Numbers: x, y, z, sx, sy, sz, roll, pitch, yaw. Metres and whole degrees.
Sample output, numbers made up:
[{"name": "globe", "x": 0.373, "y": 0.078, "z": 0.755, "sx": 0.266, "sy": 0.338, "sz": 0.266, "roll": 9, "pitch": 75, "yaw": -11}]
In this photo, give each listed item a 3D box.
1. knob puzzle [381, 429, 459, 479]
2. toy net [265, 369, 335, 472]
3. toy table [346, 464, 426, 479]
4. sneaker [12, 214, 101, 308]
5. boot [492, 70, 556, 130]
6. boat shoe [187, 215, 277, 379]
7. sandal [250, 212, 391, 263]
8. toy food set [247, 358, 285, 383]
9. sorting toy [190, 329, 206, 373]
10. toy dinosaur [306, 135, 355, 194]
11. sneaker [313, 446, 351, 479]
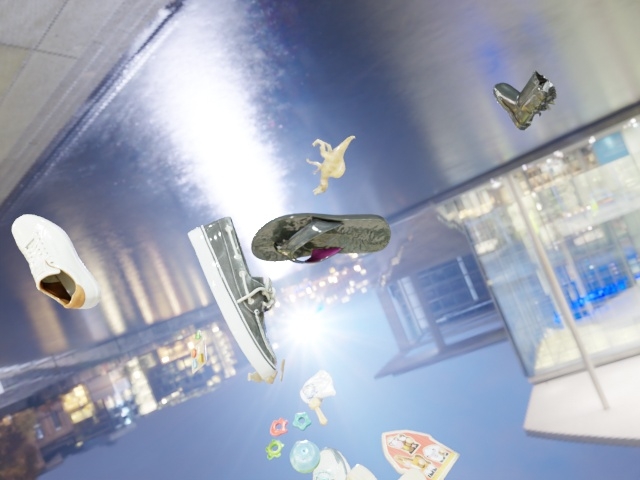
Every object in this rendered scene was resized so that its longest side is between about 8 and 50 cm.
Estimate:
[{"name": "knob puzzle", "x": 0.247, "y": 0.545, "z": 1.698, "sx": 0.213, "sy": 0.029, "sz": 0.213, "roll": 10, "pitch": -158, "yaw": -4}, {"name": "toy net", "x": -0.038, "y": 0.404, "z": 1.495, "sx": 0.122, "sy": 0.232, "sz": 0.045, "roll": 10, "pitch": 144, "yaw": 14}, {"name": "toy table", "x": 0.118, "y": 0.452, "z": 0.943, "sx": 0.274, "sy": 0.252, "sz": 0.161, "roll": -19, "pitch": -151, "yaw": -40}, {"name": "sneaker", "x": -0.646, "y": 0.045, "z": 1.551, "sx": 0.106, "sy": 0.290, "sz": 0.123, "roll": -47, "pitch": 170, "yaw": 10}, {"name": "boot", "x": 0.387, "y": -0.280, "z": 1.241, "sx": 0.045, "sy": 0.121, "sz": 0.099, "roll": -14, "pitch": 155, "yaw": -25}, {"name": "boat shoe", "x": -0.136, "y": 0.101, "z": 1.209, "sx": 0.105, "sy": 0.306, "sz": 0.113, "roll": -25, "pitch": 168, "yaw": -6}, {"name": "sandal", "x": 0.001, "y": -0.002, "z": 2.043, "sx": 0.446, "sy": 0.167, "sz": 0.107, "roll": -7, "pitch": -147, "yaw": -1}, {"name": "toy food set", "x": -0.133, "y": 0.305, "z": 1.574, "sx": 0.019, "sy": 0.077, "sz": 0.122, "roll": -2, "pitch": 163, "yaw": 36}, {"name": "sorting toy", "x": -0.264, "y": 0.235, "z": 1.396, "sx": 0.012, "sy": 0.083, "sz": 0.062, "roll": 16, "pitch": 134, "yaw": -34}, {"name": "toy dinosaur", "x": 0.025, "y": -0.190, "z": 1.491, "sx": 0.053, "sy": 0.092, "sz": 0.183, "roll": -21, "pitch": 151, "yaw": -49}, {"name": "sneaker", "x": 0.016, "y": 0.688, "z": 1.734, "sx": 0.110, "sy": 0.282, "sz": 0.122, "roll": -11, "pitch": 147, "yaw": 21}]
